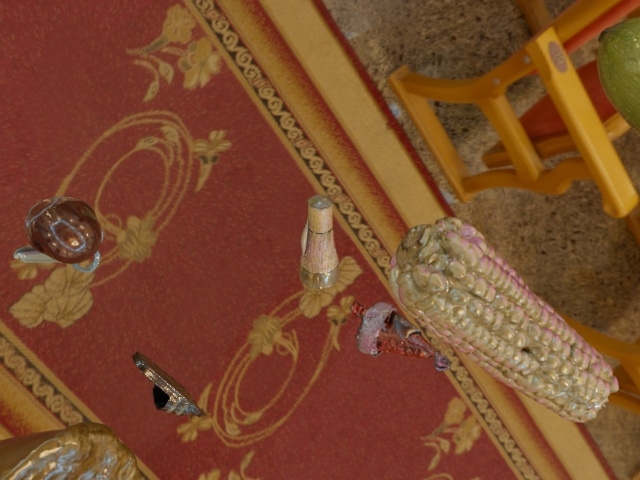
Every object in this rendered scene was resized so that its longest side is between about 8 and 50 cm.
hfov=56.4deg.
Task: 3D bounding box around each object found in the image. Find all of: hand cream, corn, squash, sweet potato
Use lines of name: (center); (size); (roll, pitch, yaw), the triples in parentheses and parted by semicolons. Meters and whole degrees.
hand cream: (0.000, 0.000, 1.153); (0.084, 0.084, 0.203); (-14, 134, -18)
corn: (0.219, 0.105, 0.713); (0.335, 0.127, 0.126); (41, 82, -16)
squash: (0.396, -0.180, 0.682); (0.123, 0.123, 0.186); (-43, 89, -10)
sweet potato: (-0.337, 0.284, 0.565); (0.370, 0.158, 0.157); (-26, 107, 17)

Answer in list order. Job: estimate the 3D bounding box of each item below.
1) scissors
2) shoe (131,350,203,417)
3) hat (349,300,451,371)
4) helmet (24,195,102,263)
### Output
scissors: (-0.629, 0.026, 1.452); (0.030, 0.256, 0.125); (15, 98, 21)
shoe: (-0.274, 0.259, 1.027); (0.049, 0.071, 0.179); (-43, 128, -10)
hat: (0.180, 0.211, 1.287); (0.129, 0.227, 0.140); (-43, 141, -33)
helmet: (-0.562, -0.013, 1.338); (0.155, 0.106, 0.175); (-46, 142, -13)
